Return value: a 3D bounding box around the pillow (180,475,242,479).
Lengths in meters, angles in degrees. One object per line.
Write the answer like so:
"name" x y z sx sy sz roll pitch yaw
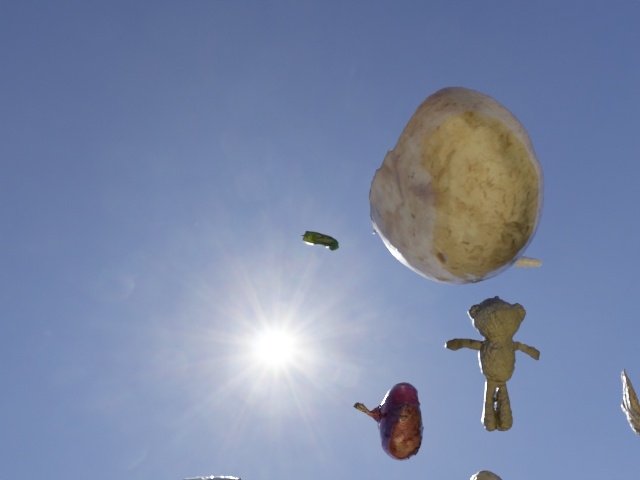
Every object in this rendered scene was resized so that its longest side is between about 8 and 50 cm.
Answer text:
"pillow" -0.281 0.557 1.090 0.229 0.128 0.050 -23 -95 41

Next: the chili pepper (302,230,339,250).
"chili pepper" 0.001 0.000 1.110 0.091 0.034 0.030 19 -78 10

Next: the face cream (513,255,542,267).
"face cream" 0.580 0.061 1.440 0.130 0.034 0.034 4 -65 -9

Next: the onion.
"onion" 0.133 0.357 0.994 0.140 0.150 0.150 9 -66 0

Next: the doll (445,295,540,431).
"doll" 0.420 0.281 1.155 0.203 0.285 0.091 -25 -17 9

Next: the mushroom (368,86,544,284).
"mushroom" 0.192 -0.048 0.628 0.195 0.189 0.253 -18 -34 -24

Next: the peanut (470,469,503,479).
"peanut" 0.536 0.760 1.392 0.147 0.305 0.147 0 -91 -29

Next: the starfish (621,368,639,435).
"starfish" 0.790 0.448 1.176 0.062 0.277 0.235 -27 -40 1
